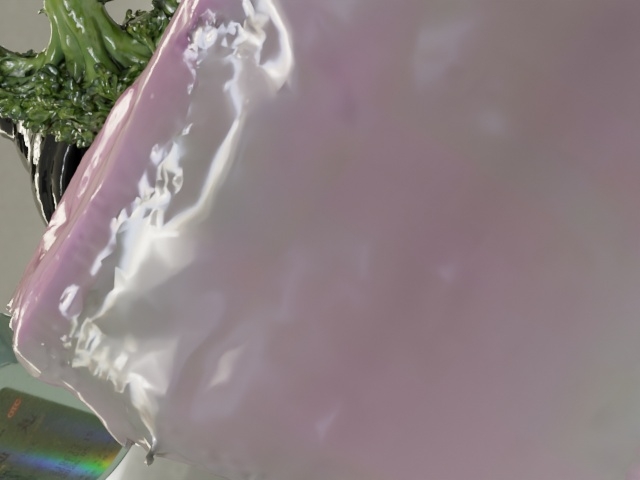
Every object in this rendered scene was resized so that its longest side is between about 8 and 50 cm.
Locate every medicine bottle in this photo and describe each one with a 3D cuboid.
[{"bbox_3d":[-0.212,0.101,1.061,0.121,0.083,0.229,-44,-32,11],"label":"medicine bottle"}]

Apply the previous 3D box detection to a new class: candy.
[{"bbox_3d":[0.052,-0.057,0.409,0.265,0.155,0.116,-59,11,18],"label":"candy"}]

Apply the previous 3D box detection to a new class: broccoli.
[{"bbox_3d":[-0.108,-0.087,0.835,0.095,0.097,0.092,-28,-66,-26],"label":"broccoli"}]

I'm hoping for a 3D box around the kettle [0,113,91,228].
[{"bbox_3d":[-0.041,-0.058,1.036,0.268,0.290,0.207,33,126,57],"label":"kettle"}]
